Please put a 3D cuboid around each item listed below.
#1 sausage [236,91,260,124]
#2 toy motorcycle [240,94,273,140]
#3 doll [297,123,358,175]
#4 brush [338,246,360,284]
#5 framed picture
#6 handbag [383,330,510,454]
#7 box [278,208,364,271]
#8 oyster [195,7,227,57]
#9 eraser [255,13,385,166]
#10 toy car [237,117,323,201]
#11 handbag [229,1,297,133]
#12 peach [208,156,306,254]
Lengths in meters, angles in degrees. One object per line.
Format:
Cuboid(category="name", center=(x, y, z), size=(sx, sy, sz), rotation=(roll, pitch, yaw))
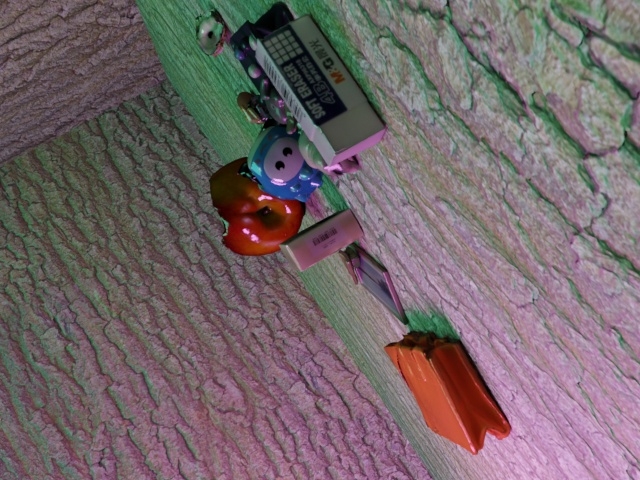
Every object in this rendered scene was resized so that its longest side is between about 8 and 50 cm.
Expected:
Cuboid(category="sausage", center=(-0.225, -0.436, 2.098), size=(0.154, 0.062, 0.062), rotation=(49, 166, 39))
Cuboid(category="toy motorcycle", center=(-0.176, -0.330, 1.979), size=(0.229, 0.130, 0.094), rotation=(61, -170, -12))
Cuboid(category="doll", center=(0.008, -0.214, 1.538), size=(0.192, 0.095, 0.149), rotation=(39, 160, 56))
Cuboid(category="brush", center=(0.099, 0.080, 2.000), size=(0.054, 0.048, 0.282), rotation=(59, 177, 19))
Cuboid(category="framed picture", center=(0.163, 0.117, 1.967), size=(0.289, 0.016, 0.213), rotation=(43, 161, 57))
Cuboid(category="handbag", center=(0.327, 0.391, 1.723), size=(0.303, 0.116, 0.410), rotation=(62, 169, 0))
Cuboid(category="box", center=(0.000, 0.000, 1.853), size=(0.095, 0.212, 0.168), rotation=(61, 170, -7))
Cuboid(category="oyster", center=(-0.339, -0.658, 2.007), size=(0.191, 0.081, 0.163), rotation=(53, 141, 25))
Cuboid(category="eraser", center=(-0.002, -0.294, 1.263), size=(0.287, 0.130, 0.086), rotation=(58, 166, 10))
Cuboid(category="toy car", center=(-0.081, -0.200, 1.720), size=(0.190, 0.188, 0.255), rotation=(29, 178, 27))
Cuboid(category="handbag", center=(-0.107, -0.395, 1.525), size=(0.269, 0.118, 0.326), rotation=(61, 172, -15))
Cuboid(category="peach", center=(-0.207, -0.123, 2.191), size=(0.406, 0.310, 0.334), rotation=(-103, -3, -76))
